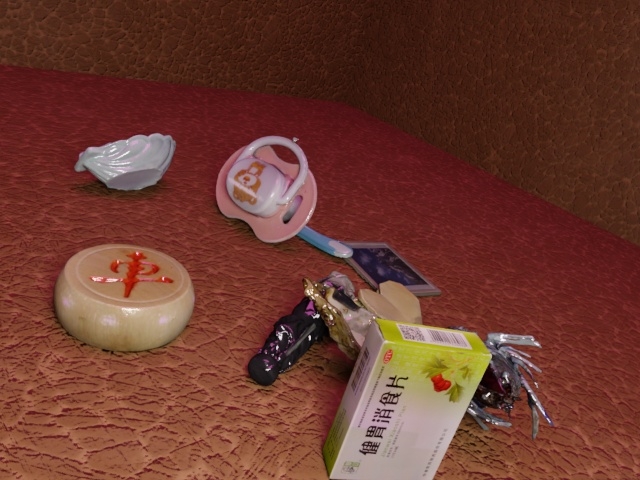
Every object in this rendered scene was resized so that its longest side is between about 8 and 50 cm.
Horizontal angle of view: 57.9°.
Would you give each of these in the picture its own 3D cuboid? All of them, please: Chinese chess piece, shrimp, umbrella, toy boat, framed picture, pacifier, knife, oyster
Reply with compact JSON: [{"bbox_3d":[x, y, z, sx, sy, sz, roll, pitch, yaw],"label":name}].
[{"bbox_3d":[-0.361,0.100,1.079,0.251,0.097,0.251,14,24,-7],"label":"Chinese chess piece"},{"bbox_3d":[0.303,0.248,1.093,0.166,0.221,0.410,35,4,-18],"label":"shrimp"},{"bbox_3d":[-0.021,0.174,1.148,0.106,0.113,0.358,-2,19,27],"label":"umbrella"},{"bbox_3d":[-0.517,-0.208,1.593,0.290,0.199,0.100,-11,69,-47],"label":"toy boat"},{"bbox_3d":[0.176,0.076,1.606,0.209,0.019,0.281,0,29,-34],"label":"framed picture"},{"bbox_3d":[-0.144,-0.130,1.610,0.332,0.273,0.220,32,56,28],"label":"pacifier"},{"bbox_3d":[0.000,0.000,1.629,0.222,0.031,0.064,28,39,34],"label":"knife"},{"bbox_3d":[0.088,0.182,1.123,0.345,0.078,0.128,38,40,-17],"label":"oyster"}]

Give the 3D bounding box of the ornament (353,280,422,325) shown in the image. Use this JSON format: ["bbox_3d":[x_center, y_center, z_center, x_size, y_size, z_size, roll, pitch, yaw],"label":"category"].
[{"bbox_3d":[0.178,0.174,1.349,0.180,0.059,0.201,43,31,25],"label":"ornament"}]

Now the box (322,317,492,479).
[{"bbox_3d":[0.125,0.250,0.874,0.175,0.260,0.062,10,24,-18],"label":"box"}]
